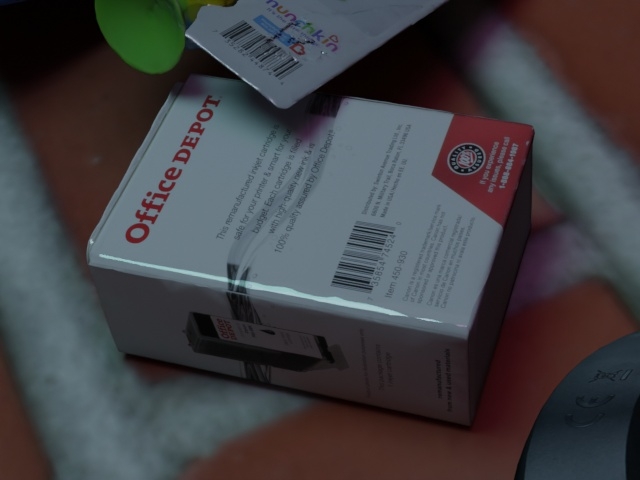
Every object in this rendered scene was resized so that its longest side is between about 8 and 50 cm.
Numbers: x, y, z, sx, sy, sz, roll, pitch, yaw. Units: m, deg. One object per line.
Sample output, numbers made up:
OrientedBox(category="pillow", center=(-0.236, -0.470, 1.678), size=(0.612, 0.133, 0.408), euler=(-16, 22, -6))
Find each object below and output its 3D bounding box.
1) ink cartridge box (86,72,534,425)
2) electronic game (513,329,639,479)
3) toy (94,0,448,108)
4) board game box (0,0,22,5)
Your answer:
OrientedBox(category="ink cartridge box", center=(0.000, 0.000, 0.508), size=(0.135, 0.056, 0.099), euler=(11, 51, 16))
OrientedBox(category="electronic game", center=(0.158, 0.101, 0.366), size=(0.229, 0.048, 0.229), euler=(13, 37, -10))
OrientedBox(category="toy", center=(-0.007, -0.121, 0.598), size=(0.137, 0.056, 0.237), euler=(37, 39, 14))
OrientedBox(category="board game box", center=(-0.159, -0.179, 0.652), size=(0.160, 0.047, 0.210), euler=(-22, 47, -41))
